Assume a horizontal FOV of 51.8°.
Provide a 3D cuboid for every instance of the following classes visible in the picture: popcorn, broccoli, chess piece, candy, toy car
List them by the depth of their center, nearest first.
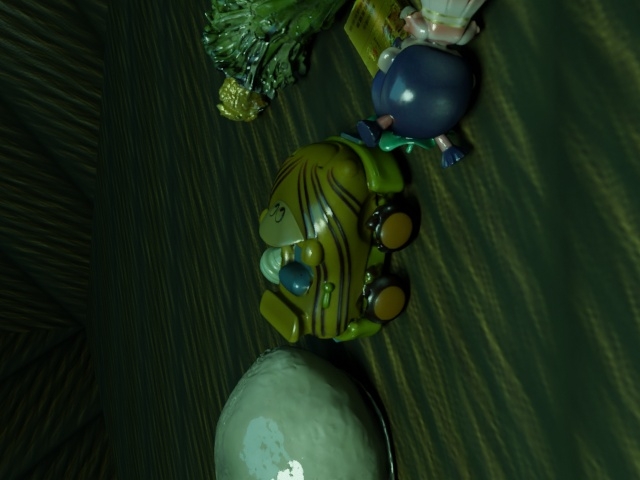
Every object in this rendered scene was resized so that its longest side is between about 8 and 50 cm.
[{"bbox_3d":[0.000,0.000,0.768,0.200,0.142,0.248,30,121,57],"label":"toy car"},{"bbox_3d":[-0.030,-0.282,0.798,0.304,0.164,0.146,-15,72,58],"label":"broccoli"},{"bbox_3d":[-0.039,0.279,0.826,0.295,0.185,0.296,6,97,56],"label":"candy"},{"bbox_3d":[-0.031,0.004,0.932,0.149,0.059,0.059,-47,51,46],"label":"chess piece"},{"bbox_3d":[-0.117,-0.224,1.057,0.084,0.084,0.084,9,100,62],"label":"popcorn"}]

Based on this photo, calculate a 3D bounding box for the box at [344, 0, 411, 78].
[{"bbox_3d":[0.075,-0.227,0.734,0.089,0.022,0.156,-62,40,46],"label":"box"}]

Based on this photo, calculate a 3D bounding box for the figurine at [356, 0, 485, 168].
[{"bbox_3d":[0.096,-0.171,0.609,0.102,0.111,0.195,-103,21,-64],"label":"figurine"}]
